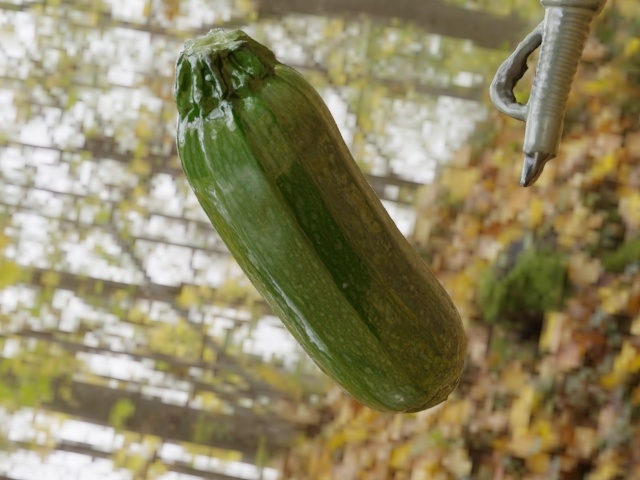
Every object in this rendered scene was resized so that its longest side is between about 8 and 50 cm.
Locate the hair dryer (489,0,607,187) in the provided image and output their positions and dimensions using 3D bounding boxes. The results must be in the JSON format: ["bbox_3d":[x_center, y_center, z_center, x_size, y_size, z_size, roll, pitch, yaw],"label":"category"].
[{"bbox_3d":[0.117,-0.126,0.498,0.067,0.167,0.199,16,-114,-65],"label":"hair dryer"}]

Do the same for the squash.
[{"bbox_3d":[0.000,0.000,0.781,0.077,0.068,0.219,-51,-57,-31],"label":"squash"}]
